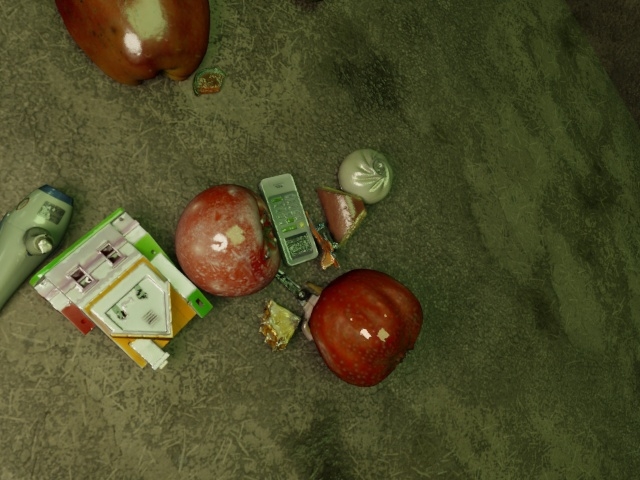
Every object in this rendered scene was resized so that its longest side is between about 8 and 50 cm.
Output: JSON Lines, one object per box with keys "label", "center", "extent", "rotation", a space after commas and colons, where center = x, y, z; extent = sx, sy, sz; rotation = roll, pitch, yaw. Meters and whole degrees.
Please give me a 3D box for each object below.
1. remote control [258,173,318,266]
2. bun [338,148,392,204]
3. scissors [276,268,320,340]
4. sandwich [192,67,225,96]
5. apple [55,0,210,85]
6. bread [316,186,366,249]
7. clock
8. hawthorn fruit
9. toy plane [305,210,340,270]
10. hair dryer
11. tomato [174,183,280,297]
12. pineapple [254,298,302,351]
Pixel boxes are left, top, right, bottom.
{"label": "remote control", "center": [-0.089, -0.058, 1.302], "extent": [0.103, 0.034, 0.250], "rotation": [-17, 89, -29]}
{"label": "bun", "center": [0.143, -0.197, 1.402], "extent": [0.172, 0.120, 0.173], "rotation": [6, 75, -25]}
{"label": "scissors", "center": [-0.034, 0.168, 1.292], "extent": [0.317, 0.024, 0.160], "rotation": [44, 64, -13]}
{"label": "sandwich", "center": [-0.302, -0.433, 1.270], "extent": [0.101, 0.026, 0.069], "rotation": [-23, 90, -29]}
{"label": "apple", "center": [-0.448, -0.574, 1.172], "extent": [0.328, 0.295, 0.365], "rotation": [-20, 88, 9]}
{"label": "bread", "center": [0.067, -0.083, 1.351], "extent": [0.193, 0.119, 0.067], "rotation": [70, 19, 4]}
{"label": "clock", "center": [-0.415, 0.127, 1.028], "extent": [0.309, 0.166, 0.235], "rotation": [45, 64, -4]}
{"label": "hawthorn fruit", "center": [0.088, 0.198, 1.208], "extent": [0.330, 0.287, 0.287], "rotation": [36, 61, 21]}
{"label": "toy plane", "center": [0.011, -0.004, 1.299], "extent": [0.062, 0.135, 0.188], "rotation": [-16, 76, -8]}
{"label": "hair dryer", "center": [-0.595, 0.052, 0.911], "extent": [0.119, 0.298, 0.296], "rotation": [34, 98, -32]}
{"label": "tomato", "center": [-0.220, 0.003, 1.102], "extent": [0.227, 0.270, 0.270], "rotation": [-14, 86, 6]}
{"label": "pineapple", "center": [-0.103, 0.215, 1.223], "extent": [0.116, 0.069, 0.137], "rotation": [-11, 84, -28]}
